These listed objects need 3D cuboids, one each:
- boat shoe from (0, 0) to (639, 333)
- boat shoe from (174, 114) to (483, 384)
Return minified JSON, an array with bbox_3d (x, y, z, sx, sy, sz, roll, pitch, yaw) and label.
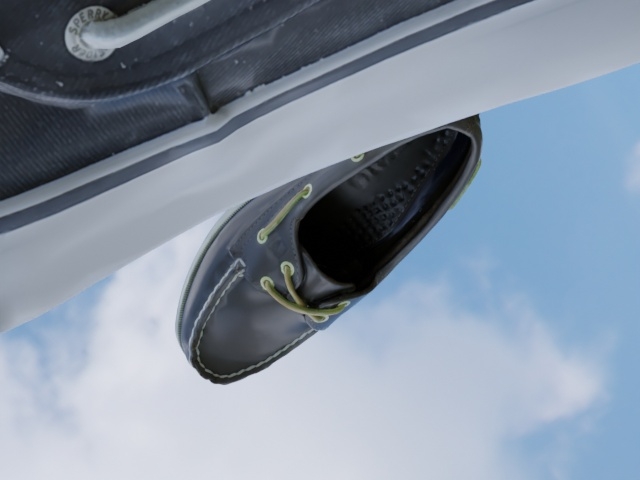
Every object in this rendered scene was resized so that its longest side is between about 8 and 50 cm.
[{"bbox_3d":[-0.043,-0.060,0.384,0.108,0.301,0.102,-121,13,-54],"label":"boat shoe"},{"bbox_3d":[0.000,0.000,0.959,0.081,0.228,0.068,33,-159,-23],"label":"boat shoe"}]
